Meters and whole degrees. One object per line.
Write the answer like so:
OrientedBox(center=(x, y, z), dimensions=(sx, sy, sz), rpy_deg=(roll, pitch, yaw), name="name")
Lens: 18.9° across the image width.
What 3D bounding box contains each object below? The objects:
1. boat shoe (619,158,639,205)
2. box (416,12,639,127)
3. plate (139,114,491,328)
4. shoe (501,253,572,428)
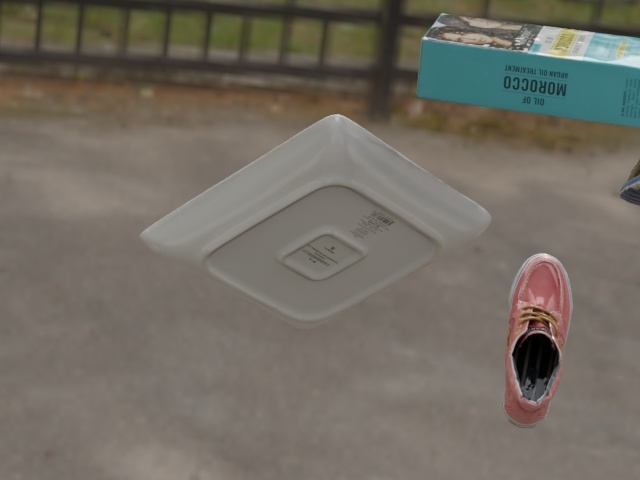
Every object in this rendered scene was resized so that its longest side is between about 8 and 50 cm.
OrientedBox(center=(0.347, -0.077, 1.862), dimensions=(0.066, 0.066, 0.183), rpy_deg=(16, -16, -11), name="boat shoe")
OrientedBox(center=(0.221, -0.160, 1.809), dimensions=(0.244, 0.060, 0.100), rpy_deg=(9, 23, 12), name="box")
OrientedBox(center=(0.000, 0.000, 2.017), dimensions=(0.277, 0.278, 0.045), rpy_deg=(31, 39, -42), name="plate")
OrientedBox(center=(0.211, 0.088, 1.846), dimensions=(0.063, 0.178, 0.081), rpy_deg=(10, -20, 1), name="shoe")
